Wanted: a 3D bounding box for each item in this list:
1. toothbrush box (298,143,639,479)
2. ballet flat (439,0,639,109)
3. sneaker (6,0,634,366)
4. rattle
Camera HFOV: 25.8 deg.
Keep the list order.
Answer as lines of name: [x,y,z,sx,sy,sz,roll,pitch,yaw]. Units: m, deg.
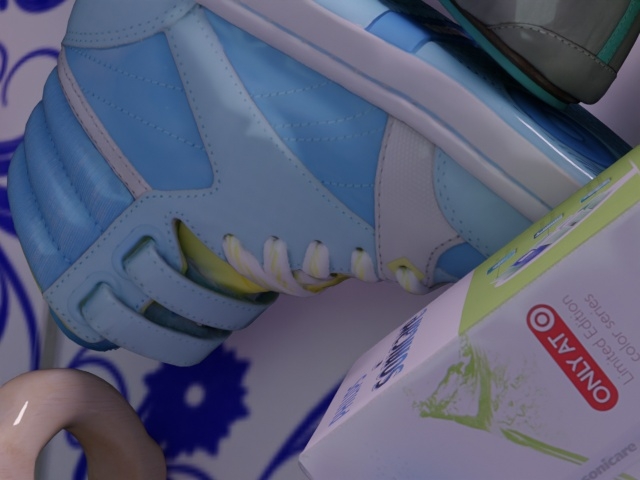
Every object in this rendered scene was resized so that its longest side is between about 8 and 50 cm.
toothbrush box: [0.171,0.047,0.413,0.283,0.122,0.206,-38,91,13]
ballet flat: [0.055,-0.126,0.564,0.068,0.072,0.213,-56,46,13]
sneaker: [0.000,0.000,0.590,0.319,0.127,0.208,38,107,24]
rattle: [-0.159,0.102,0.579,0.143,0.200,0.130,11,77,32]
